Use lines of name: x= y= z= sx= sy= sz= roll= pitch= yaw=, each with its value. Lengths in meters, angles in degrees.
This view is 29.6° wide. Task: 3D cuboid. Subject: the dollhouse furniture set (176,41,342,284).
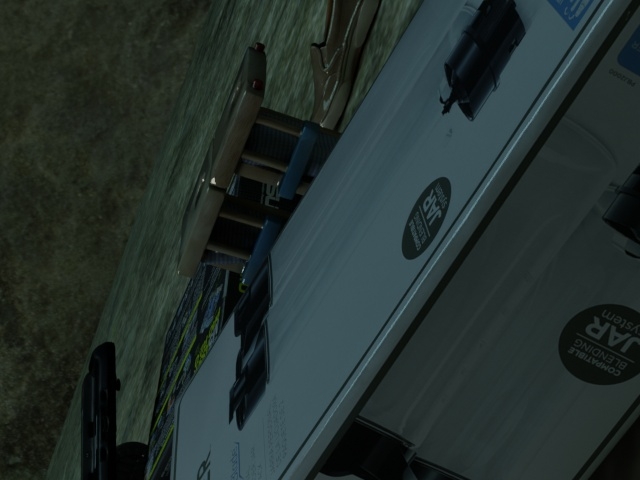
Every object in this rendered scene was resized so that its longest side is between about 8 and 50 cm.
dollhouse furniture set: x=0.000 y=0.000 z=0.659 sx=0.183 sy=0.129 sz=0.129 roll=-94 pitch=24 yaw=-59

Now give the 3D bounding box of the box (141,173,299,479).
box: x=-0.092 y=0.095 z=1.097 sx=0.216 sy=0.060 sz=0.270 roll=-88 pitch=18 yaw=-45

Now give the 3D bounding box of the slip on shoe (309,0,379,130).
slip on shoe: x=0.009 y=-0.152 z=1.006 sx=0.051 sy=0.041 sz=0.135 roll=-109 pitch=37 yaw=-69

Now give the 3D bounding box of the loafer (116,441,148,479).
loafer: x=-0.236 y=0.333 z=1.362 sx=0.078 sy=0.080 sz=0.220 roll=162 pitch=123 yaw=-74

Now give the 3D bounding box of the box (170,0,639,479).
box: x=0.046 y=0.017 z=0.437 sx=0.290 sy=0.087 sz=0.169 roll=-58 pitch=18 yaw=23

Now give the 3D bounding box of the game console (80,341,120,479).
game console: x=-0.195 y=0.258 z=1.118 sx=0.213 sy=0.044 sz=0.361 roll=120 pitch=149 yaw=-50
